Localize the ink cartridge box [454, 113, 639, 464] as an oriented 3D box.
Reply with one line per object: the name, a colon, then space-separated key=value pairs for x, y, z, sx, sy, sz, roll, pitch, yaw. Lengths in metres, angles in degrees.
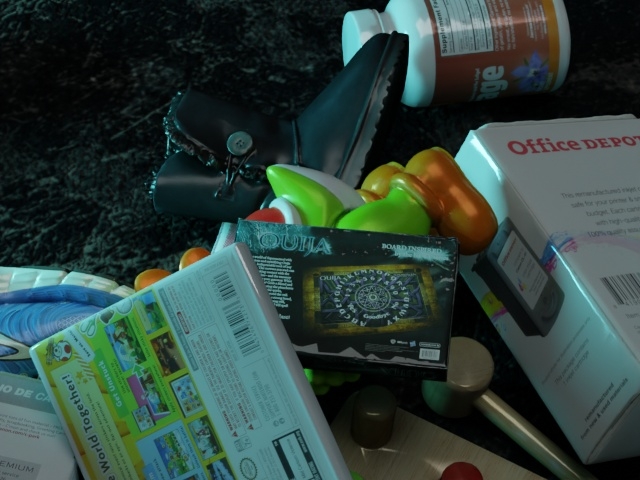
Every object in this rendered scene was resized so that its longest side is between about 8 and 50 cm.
ink cartridge box: x=0.270 y=0.038 z=1.704 sx=0.226 sy=0.131 sz=0.306 roll=-5 pitch=48 yaw=-34

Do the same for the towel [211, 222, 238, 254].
towel: x=0.000 y=0.000 z=1.813 sx=0.197 sy=0.029 sz=0.144 roll=13 pitch=52 yaw=8

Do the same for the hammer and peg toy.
hammer and peg toy: x=0.112 y=0.234 z=1.573 sx=0.266 sy=0.127 sz=0.361 roll=26 pitch=54 yaw=14

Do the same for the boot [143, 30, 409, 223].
boot: x=-0.040 y=-0.117 z=1.803 sx=0.207 sy=0.094 sz=0.246 roll=17 pitch=73 yaw=10

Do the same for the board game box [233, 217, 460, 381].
board game box: x=0.016 y=0.047 z=1.519 sx=0.186 sy=0.026 sz=0.126 roll=6 pitch=57 yaw=5

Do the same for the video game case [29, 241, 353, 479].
video game case: x=-0.101 y=0.145 z=1.480 sx=0.206 sy=0.026 sz=0.227 roll=-27 pitch=84 yaw=19

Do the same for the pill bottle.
pill bottle: x=0.137 y=-0.200 z=1.920 sx=0.216 sy=0.121 sz=0.121 roll=-8 pitch=53 yaw=-10

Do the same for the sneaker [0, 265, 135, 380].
sneaker: x=-0.274 y=0.101 z=1.664 sx=0.330 sy=0.130 sz=0.147 roll=8 pitch=72 yaw=-3

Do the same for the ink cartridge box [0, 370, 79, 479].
ink cartridge box: x=-0.361 y=0.232 z=1.533 sx=0.309 sy=0.130 sz=0.272 roll=13 pitch=50 yaw=5

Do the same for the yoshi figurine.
yoshi figurine: x=-0.011 y=0.081 z=1.614 sx=0.362 sy=0.203 sz=0.203 roll=-33 pitch=47 yaw=-21
